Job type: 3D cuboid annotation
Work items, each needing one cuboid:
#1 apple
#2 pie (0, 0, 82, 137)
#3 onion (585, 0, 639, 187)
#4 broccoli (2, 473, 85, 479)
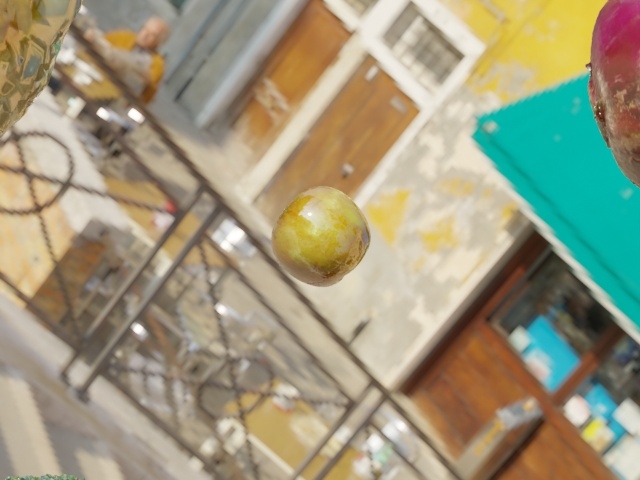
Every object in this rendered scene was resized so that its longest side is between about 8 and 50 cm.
[{"bbox_3d":[0.000,0.000,1.567,0.102,0.114,0.099,38,41,7],"label":"apple"},{"bbox_3d":[-0.228,-0.161,0.526,0.339,0.339,0.077,29,-25,-30],"label":"pie"},{"bbox_3d":[0.267,-0.129,0.940,0.135,0.198,0.173,62,10,-12],"label":"onion"},{"bbox_3d":[-0.292,0.347,1.272,0.249,0.302,0.375,22,-12,-29],"label":"broccoli"}]
